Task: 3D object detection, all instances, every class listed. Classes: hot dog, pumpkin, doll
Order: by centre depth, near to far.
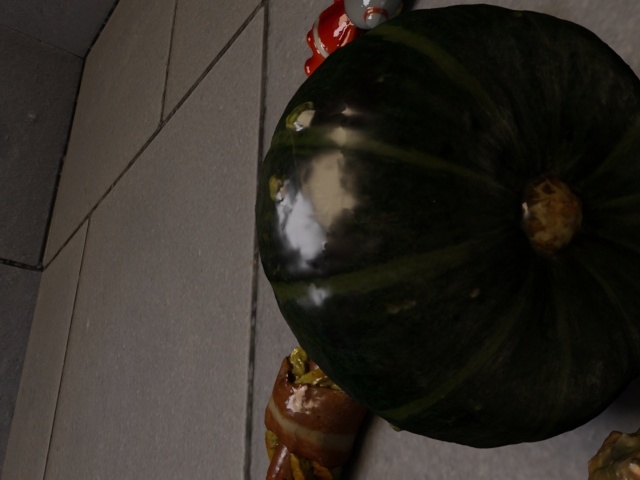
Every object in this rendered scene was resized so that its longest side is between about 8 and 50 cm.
[{"bbox_3d":[0.100,-0.013,0.466,0.207,0.300,0.300,-171,98,-71],"label":"pumpkin"},{"bbox_3d":[-0.009,0.180,0.730,0.123,0.093,0.261,22,93,59],"label":"hot dog"},{"bbox_3d":[0.050,-0.315,0.914,0.245,0.076,0.142,-32,50,51],"label":"doll"}]

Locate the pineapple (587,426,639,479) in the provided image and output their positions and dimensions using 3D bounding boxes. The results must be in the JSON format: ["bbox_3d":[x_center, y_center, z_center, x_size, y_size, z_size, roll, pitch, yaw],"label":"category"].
[{"bbox_3d":[0.259,0.126,0.320,0.248,0.128,0.128,-34,48,40],"label":"pineapple"}]

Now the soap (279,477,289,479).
[{"bbox_3d":[-0.001,0.383,0.587,0.220,0.127,0.324,-52,37,32],"label":"soap"}]
